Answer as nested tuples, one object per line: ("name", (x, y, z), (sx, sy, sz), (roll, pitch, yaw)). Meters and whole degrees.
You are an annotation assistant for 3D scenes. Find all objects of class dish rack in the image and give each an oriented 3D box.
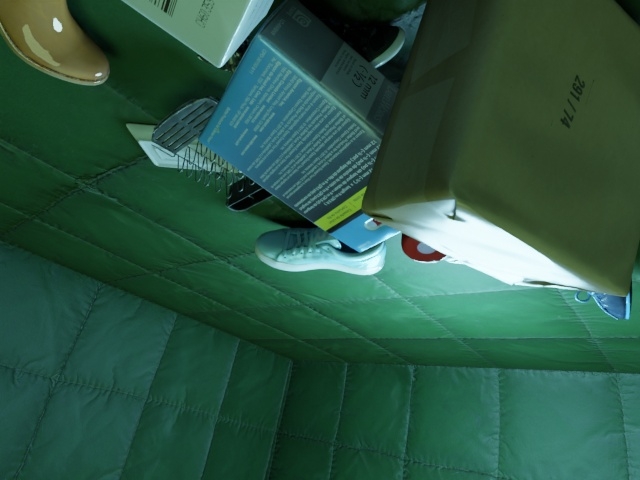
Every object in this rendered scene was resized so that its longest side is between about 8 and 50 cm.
("dish rack", (-0.196, -0.172, 0.886), (0.209, 0.074, 0.272), (-24, 146, 30))

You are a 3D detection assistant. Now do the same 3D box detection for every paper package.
("paper package", (0.251, -0.131, 0.531), (0.310, 0.324, 0.168), (23, 169, -23))

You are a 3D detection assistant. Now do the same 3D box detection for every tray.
("tray", (-0.296, -0.202, 0.984), (0.271, 0.030, 0.145), (7, 153, 11))

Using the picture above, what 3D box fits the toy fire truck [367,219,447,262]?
("toy fire truck", (0.183, -0.111, 0.816), (0.303, 0.169, 0.253), (18, 140, -4))

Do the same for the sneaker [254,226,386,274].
("sneaker", (0.000, 0.000, 1.172), (0.367, 0.135, 0.150), (3, 146, 0))

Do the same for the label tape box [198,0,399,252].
("label tape box", (0.015, -0.147, 0.672), (0.348, 0.115, 0.249), (33, 146, -18))

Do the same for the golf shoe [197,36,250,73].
("golf shoe", (-0.158, -0.324, 0.623), (0.094, 0.077, 0.198), (12, 153, 2))

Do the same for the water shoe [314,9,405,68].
("water shoe", (0.017, -0.288, 0.623), (0.203, 0.072, 0.080), (-1, 149, 24))

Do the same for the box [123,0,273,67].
("box", (-0.099, -0.272, 0.323), (0.181, 0.118, 0.182), (31, 141, -16))

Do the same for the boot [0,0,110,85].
("boot", (-0.398, -0.372, 0.626), (0.220, 0.108, 0.283), (-14, 137, 35))

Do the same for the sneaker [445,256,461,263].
("sneaker", (0.401, 0.007, 1.041), (0.233, 0.090, 0.115), (-1, 148, 23))

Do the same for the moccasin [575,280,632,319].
("moccasin", (0.671, 0.069, 1.032), (0.117, 0.137, 0.342), (-5, 136, 39))
